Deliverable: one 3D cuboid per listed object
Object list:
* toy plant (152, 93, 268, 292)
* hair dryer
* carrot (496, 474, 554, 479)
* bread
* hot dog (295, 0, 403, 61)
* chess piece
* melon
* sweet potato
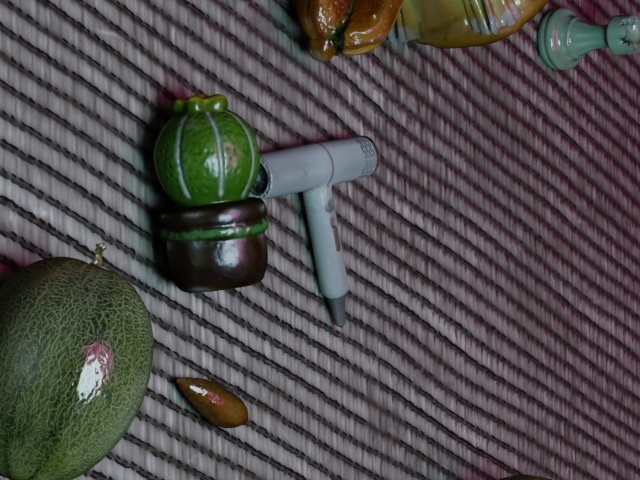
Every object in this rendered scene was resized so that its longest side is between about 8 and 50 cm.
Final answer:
[{"bbox_3d":[-0.092,-0.041,1.648,0.093,0.093,0.162,-14,99,-49],"label":"toy plant"},{"bbox_3d":[-0.005,0.003,1.793,0.155,0.044,0.183,-12,103,-47],"label":"hair dryer"},{"bbox_3d":[0.177,0.403,1.884,0.224,0.224,0.340,47,63,-40],"label":"carrot"},{"bbox_3d":[0.168,-0.276,1.919,0.241,0.136,0.107,-47,125,-41],"label":"bread"},{"bbox_3d":[0.043,-0.273,1.816,0.100,0.068,0.249,28,64,-12],"label":"hot dog"},{"bbox_3d":[0.288,-0.214,2.087,0.067,0.103,0.067,-2,93,-51],"label":"chess piece"},{"bbox_3d":[-0.195,0.091,1.488,0.139,0.139,0.192,33,69,-45],"label":"melon"},{"bbox_3d":[-0.090,0.140,1.697,0.095,0.034,0.034,34,65,-43],"label":"sweet potato"}]
